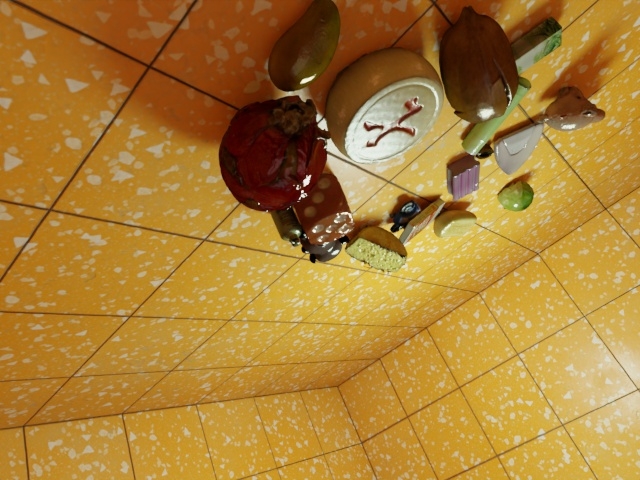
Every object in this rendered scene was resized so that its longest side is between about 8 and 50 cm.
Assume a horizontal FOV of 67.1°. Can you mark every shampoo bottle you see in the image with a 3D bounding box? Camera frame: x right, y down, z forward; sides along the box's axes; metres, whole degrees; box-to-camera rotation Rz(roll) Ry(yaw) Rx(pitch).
[{"bbox_3d":[-0.108,-0.049,1.625,0.079,0.162,0.079,-20,152,-11],"label":"shampoo bottle"}]

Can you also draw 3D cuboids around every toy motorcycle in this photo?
[{"bbox_3d":[0.358,-0.103,2.016,0.114,0.076,0.205,-21,153,-23],"label":"toy motorcycle"}]

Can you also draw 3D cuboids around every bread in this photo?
[{"bbox_3d":[0.237,0.024,2.031,0.260,0.147,0.160,21,140,-9],"label":"bread"},{"bbox_3d":[0.610,-0.085,2.214,0.217,0.098,0.147,-2,143,-41],"label":"bread"}]

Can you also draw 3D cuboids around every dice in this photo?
[{"bbox_3d":[0.005,-0.104,1.623,0.179,0.174,0.175,-23,153,4],"label":"dice"}]

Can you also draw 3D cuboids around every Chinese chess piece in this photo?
[{"bbox_3d":[0.176,-0.368,1.347,0.337,0.141,0.338,-20,152,-11],"label":"Chinese chess piece"}]

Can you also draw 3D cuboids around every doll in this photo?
[{"bbox_3d":[0.939,-0.492,1.790,0.201,0.156,0.303,2,-164,38],"label":"doll"},{"bbox_3d":[0.000,0.001,1.844,0.182,0.117,0.257,-31,151,13],"label":"doll"}]

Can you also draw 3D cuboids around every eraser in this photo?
[{"bbox_3d":[0.427,-0.077,2.058,0.230,0.038,0.157,-36,161,-32],"label":"eraser"},{"bbox_3d":[0.772,-0.356,1.934,0.204,0.059,0.243,-24,148,-4],"label":"eraser"}]

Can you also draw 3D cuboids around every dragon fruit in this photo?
[{"bbox_3d":[-0.120,-0.213,1.228,0.277,0.278,0.342,-17,168,-16],"label":"dragon fruit"}]

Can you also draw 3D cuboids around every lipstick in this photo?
[{"bbox_3d":[0.599,-0.428,1.660,0.076,0.076,0.304,-7,148,-31],"label":"lipstick"}]

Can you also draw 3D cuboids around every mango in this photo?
[{"bbox_3d":[-0.032,-0.442,1.108,0.136,0.099,0.227,14,124,-41],"label":"mango"}]

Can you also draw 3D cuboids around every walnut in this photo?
[{"bbox_3d":[0.424,-0.477,1.315,0.208,0.209,0.336,-28,131,4],"label":"walnut"}]

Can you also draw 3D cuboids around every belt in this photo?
[{"bbox_3d":[0.631,-0.341,1.869,0.083,0.036,0.059,-3,146,-32],"label":"belt"}]

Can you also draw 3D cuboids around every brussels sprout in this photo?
[{"bbox_3d":[0.919,-0.196,2.254,0.149,0.122,0.151,-33,152,7],"label":"brussels sprout"}]

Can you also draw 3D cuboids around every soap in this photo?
[{"bbox_3d":[0.574,-0.251,1.942,0.122,0.066,0.203,-27,152,2],"label":"soap"}]

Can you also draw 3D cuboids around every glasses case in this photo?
[{"bbox_3d":[0.590,-0.549,1.462,0.272,0.062,0.095,-33,157,14],"label":"glasses case"}]
